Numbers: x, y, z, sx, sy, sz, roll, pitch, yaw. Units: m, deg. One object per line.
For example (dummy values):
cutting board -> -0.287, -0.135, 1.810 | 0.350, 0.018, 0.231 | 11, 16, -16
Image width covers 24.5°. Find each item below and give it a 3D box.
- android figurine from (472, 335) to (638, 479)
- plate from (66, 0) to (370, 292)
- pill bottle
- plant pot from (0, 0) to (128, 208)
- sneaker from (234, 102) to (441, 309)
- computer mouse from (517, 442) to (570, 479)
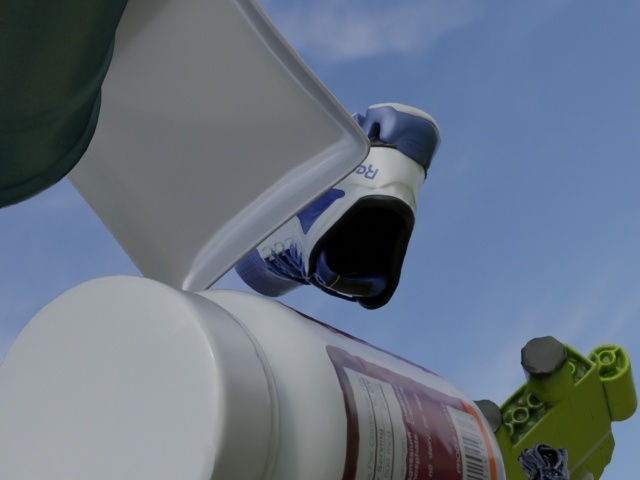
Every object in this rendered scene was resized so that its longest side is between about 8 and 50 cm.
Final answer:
android figurine -> 0.204, 0.208, 1.393 | 0.248, 0.056, 0.273 | -41, -39, -16
plate -> -0.125, -0.116, 1.413 | 0.277, 0.278, 0.045 | -39, -1, 25
pill bottle -> -0.040, 0.162, 1.060 | 0.224, 0.224, 0.392 | -40, -32, 14
plant pot -> -0.264, -0.249, 1.086 | 0.341, 0.341, 0.334 | -5, -30, -36
sneaker -> 0.001, -0.001, 1.585 | 0.127, 0.182, 0.315 | 29, -42, -23
computer mouse -> 0.271, 0.220, 1.099 | 0.060, 0.262, 0.184 | -64, -7, 9
